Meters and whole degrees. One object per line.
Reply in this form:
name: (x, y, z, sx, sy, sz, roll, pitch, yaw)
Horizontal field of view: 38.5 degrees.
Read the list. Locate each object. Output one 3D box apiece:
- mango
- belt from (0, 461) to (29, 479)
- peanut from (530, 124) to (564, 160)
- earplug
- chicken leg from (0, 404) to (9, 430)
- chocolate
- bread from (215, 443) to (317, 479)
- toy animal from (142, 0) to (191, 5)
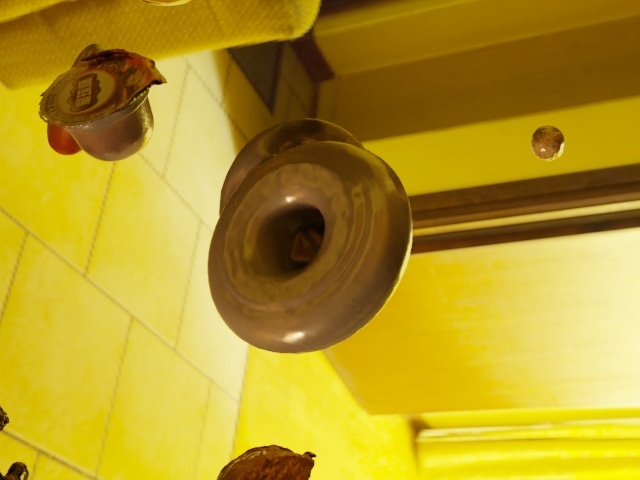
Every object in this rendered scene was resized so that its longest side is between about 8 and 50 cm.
mango: (-0.549, -0.309, 2.103, 0.146, 0.129, 0.289, -59, 180, -43)
belt: (-0.530, 0.481, 1.462, 0.094, 0.126, 0.359, -72, -175, -51)
peanut: (0.233, -0.098, 0.942, 0.083, 0.037, 0.037, -15, 97, -82)
earplug: (-0.008, -0.009, 0.924, 0.175, 0.214, 0.325, 47, 11, -20)
chicken leg: (-0.554, 0.209, 1.439, 0.196, 0.125, 0.080, 38, 36, 9)
chocolate: (-0.348, -0.213, 1.547, 0.147, 0.221, 0.221, 62, 30, -45)
bread: (-0.106, 0.416, 1.420, 0.139, 0.143, 0.229, 30, 64, -18)
toy animal: (-0.092, -0.361, 0.817, 0.277, 0.345, 0.247, -43, 125, -34)
